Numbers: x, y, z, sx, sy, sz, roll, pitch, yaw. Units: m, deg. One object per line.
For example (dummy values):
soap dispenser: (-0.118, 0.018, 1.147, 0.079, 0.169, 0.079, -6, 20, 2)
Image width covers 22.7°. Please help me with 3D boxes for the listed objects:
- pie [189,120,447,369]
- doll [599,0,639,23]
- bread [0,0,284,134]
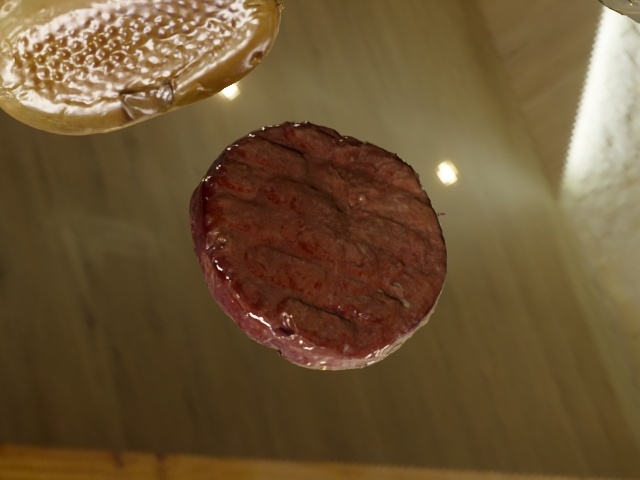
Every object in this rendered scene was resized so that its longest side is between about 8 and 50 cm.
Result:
pie: (0.000, 0.000, 1.052, 0.182, 0.049, 0.182, 10, -123, -16)
doll: (0.196, -0.158, 0.439, 0.378, 0.252, 0.382, 14, -124, -57)
bread: (-0.118, -0.128, 0.970, 0.077, 0.189, 0.114, -122, 18, -71)
